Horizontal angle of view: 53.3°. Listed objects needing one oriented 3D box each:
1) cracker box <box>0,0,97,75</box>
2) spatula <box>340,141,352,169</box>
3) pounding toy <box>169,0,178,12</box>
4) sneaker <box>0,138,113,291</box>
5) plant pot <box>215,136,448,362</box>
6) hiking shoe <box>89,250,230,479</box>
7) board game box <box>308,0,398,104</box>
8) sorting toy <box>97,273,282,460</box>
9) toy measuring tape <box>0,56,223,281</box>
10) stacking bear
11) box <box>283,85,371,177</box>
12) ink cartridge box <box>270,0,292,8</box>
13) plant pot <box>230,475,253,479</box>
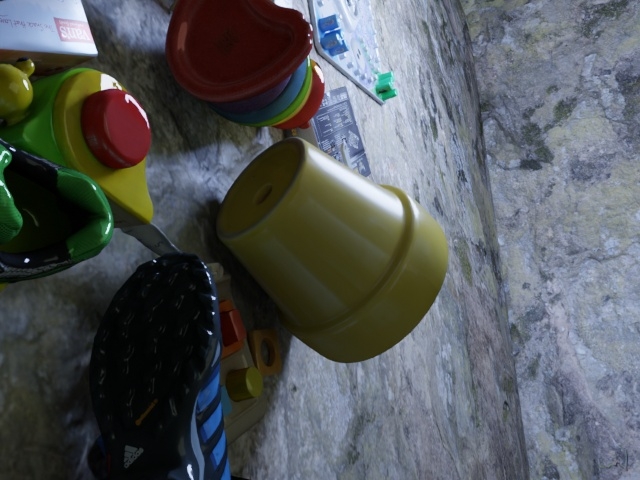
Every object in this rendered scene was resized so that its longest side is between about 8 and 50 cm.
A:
[{"bbox_3d":[-0.292,-0.258,0.525,0.156,0.067,0.232,-31,106,-67],"label":"cracker box"},{"bbox_3d":[0.044,-0.046,1.106,0.242,0.019,0.168,67,39,-62],"label":"spatula"},{"bbox_3d":[-0.131,-0.379,0.843,0.100,0.141,0.130,-109,-158,-45],"label":"pounding toy"},{"bbox_3d":[-0.271,-0.039,0.372,0.344,0.147,0.134,9,71,-63],"label":"sneaker"},{"bbox_3d":[0.000,0.000,0.851,0.239,0.254,0.253,39,42,-30],"label":"plant pot"},{"bbox_3d":[-0.139,0.162,0.576,0.132,0.113,0.303,83,6,-66],"label":"hiking shoe"},{"bbox_3d":[0.070,-0.553,1.472,0.390,0.051,0.389,13,66,-63],"label":"board game box"},{"bbox_3d":[-0.119,0.144,0.730,0.348,0.047,0.195,-18,95,-66],"label":"sorting toy"},{"bbox_3d":[-0.186,-0.067,0.616,0.330,0.122,0.121,47,38,-54],"label":"toy measuring tape"},{"bbox_3d":[-0.075,-0.230,0.880,0.175,0.164,0.289,49,9,12],"label":"stacking bear"},{"bbox_3d":[0.014,-0.177,1.160,0.231,0.056,0.182,-43,119,-62],"label":"box"},{"bbox_3d":[-0.097,-0.358,0.958,0.056,0.099,0.135,36,46,-55],"label":"ink cartridge box"},{"bbox_3d":[-0.047,0.362,0.638,0.187,0.167,0.188,63,29,-28],"label":"plant pot"}]
